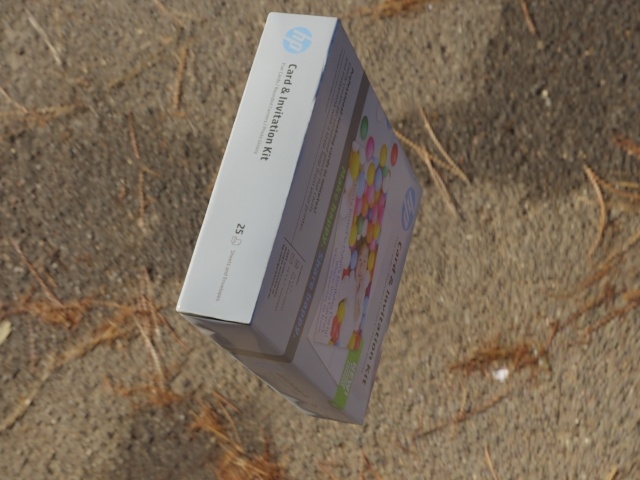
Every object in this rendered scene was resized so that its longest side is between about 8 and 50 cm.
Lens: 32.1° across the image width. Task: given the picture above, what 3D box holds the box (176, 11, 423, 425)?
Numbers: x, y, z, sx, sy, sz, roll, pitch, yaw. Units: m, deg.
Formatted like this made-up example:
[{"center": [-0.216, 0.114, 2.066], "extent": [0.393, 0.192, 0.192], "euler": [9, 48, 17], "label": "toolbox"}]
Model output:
[{"center": [0.000, 0.000, 0.550], "extent": [0.038, 0.186, 0.145], "euler": [9, 71, 20], "label": "box"}]
